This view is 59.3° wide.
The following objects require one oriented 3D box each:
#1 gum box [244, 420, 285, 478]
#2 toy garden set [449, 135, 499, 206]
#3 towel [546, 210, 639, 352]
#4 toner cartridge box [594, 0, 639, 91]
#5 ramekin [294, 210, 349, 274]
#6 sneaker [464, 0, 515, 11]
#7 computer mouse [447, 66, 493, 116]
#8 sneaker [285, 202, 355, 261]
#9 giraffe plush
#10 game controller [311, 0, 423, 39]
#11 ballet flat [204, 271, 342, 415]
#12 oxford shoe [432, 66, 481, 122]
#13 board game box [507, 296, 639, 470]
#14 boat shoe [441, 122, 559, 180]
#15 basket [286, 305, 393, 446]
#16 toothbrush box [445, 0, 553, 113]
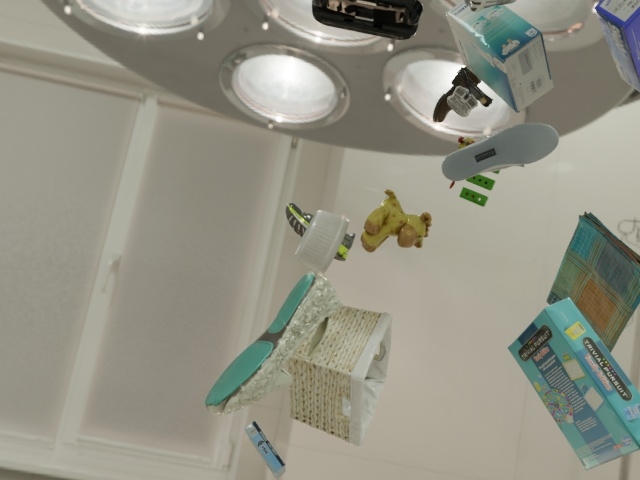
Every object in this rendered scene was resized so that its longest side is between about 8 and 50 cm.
[{"bbox_3d":[-0.167,0.642,1.716,0.157,0.041,0.184,49,-20,20],"label":"gum box"},{"bbox_3d":[0.607,-0.283,2.215,0.203,0.244,0.049,29,16,32],"label":"toy garden set"},{"bbox_3d":[0.792,0.138,1.629,0.040,0.370,0.271,-12,43,-16],"label":"towel"},{"bbox_3d":[0.666,-0.432,1.122,0.347,0.165,0.075,14,35,-54],"label":"toner cartridge box"},{"bbox_3d":[0.000,0.000,1.831,0.109,0.207,0.207,27,-10,-6],"label":"ramekin"},{"bbox_3d":[0.436,-0.635,1.415,0.132,0.229,0.086,-2,-48,7],"label":"sneaker"},{"bbox_3d":[0.345,-0.342,1.325,0.106,0.042,0.193,43,1,0],"label":"computer mouse"},{"bbox_3d":[-0.001,-0.049,2.114,0.300,0.121,0.111,38,-22,-2],"label":"sneaker"},{"bbox_3d":[0.242,-0.039,1.715,0.170,0.210,0.181,28,-14,15],"label":"giraffe plush"},{"bbox_3d":[0.129,-0.657,1.607,0.319,0.067,0.166,12,-23,2],"label":"game controller"},{"bbox_3d":[-0.084,0.253,1.289,0.147,0.409,0.147,33,-22,16],"label":"ballet flat"},{"bbox_3d":[0.454,-0.466,1.880,0.096,0.083,0.227,45,-39,9],"label":"oxford shoe"},{"bbox_3d":[0.602,0.337,1.312,0.079,0.336,0.254,-19,-28,-15],"label":"board game box"},{"bbox_3d":[0.580,-0.284,1.838,0.367,0.136,0.156,-20,5,17],"label":"boat shoe"},{"bbox_3d":[0.067,0.431,1.871,0.266,0.328,0.331,11,35,17],"label":"basket"},{"bbox_3d":[0.505,-0.539,1.593,0.216,0.126,0.296,46,11,-48],"label":"toothbrush box"}]
